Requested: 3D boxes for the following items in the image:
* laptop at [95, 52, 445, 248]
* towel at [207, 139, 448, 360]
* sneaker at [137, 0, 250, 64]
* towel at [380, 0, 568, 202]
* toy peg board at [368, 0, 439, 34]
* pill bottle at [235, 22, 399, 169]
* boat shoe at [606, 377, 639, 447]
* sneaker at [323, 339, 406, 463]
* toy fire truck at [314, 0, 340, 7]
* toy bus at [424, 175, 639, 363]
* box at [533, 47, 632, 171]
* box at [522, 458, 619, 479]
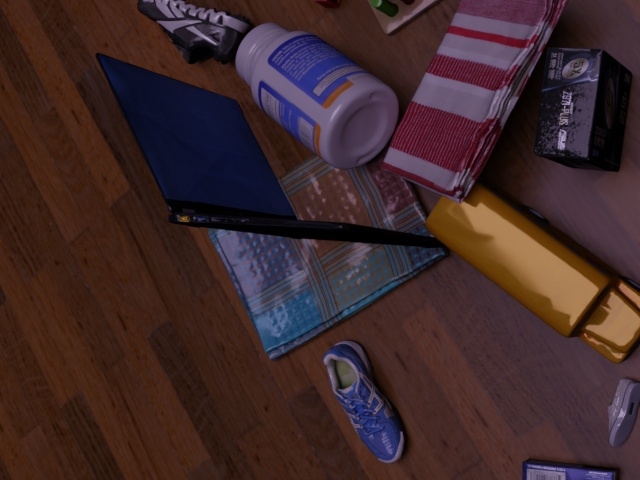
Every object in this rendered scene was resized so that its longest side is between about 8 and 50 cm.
[{"bbox_3d":[-0.059,-0.124,1.477,0.408,0.382,0.236,4,89,26],"label":"laptop"},{"bbox_3d":[0.000,0.000,1.675,0.370,0.040,0.271,-32,75,23],"label":"towel"},{"bbox_3d":[-0.239,-0.370,1.790,0.234,0.078,0.106,20,95,25],"label":"sneaker"},{"bbox_3d":[0.213,-0.231,1.485,0.329,0.037,0.237,-64,29,4],"label":"towel"},{"bbox_3d":[0.123,-0.441,1.601,0.161,0.079,0.161,-32,75,23],"label":"toy peg board"},{"bbox_3d":[-0.015,-0.241,1.615,0.272,0.152,0.152,43,108,36],"label":"pill bottle"},{"bbox_3d":[0.428,0.245,1.448,0.035,0.035,0.100,25,105,54],"label":"boat shoe"},{"bbox_3d":[0.062,0.260,1.609,0.080,0.081,0.211,-35,74,21],"label":"sneaker"},{"bbox_3d":[-0.016,-0.493,1.694,0.135,0.047,0.192,11,93,27],"label":"toy fire truck"},{"bbox_3d":[0.319,0.038,1.453,0.333,0.130,0.108,40,106,23],"label":"toy bus"},{"bbox_3d":[0.368,-0.178,1.406,0.077,0.180,0.147,8,91,29],"label":"box"},{"bbox_3d":[0.361,0.439,1.470,0.136,0.036,0.225,1,87,28],"label":"box"}]
